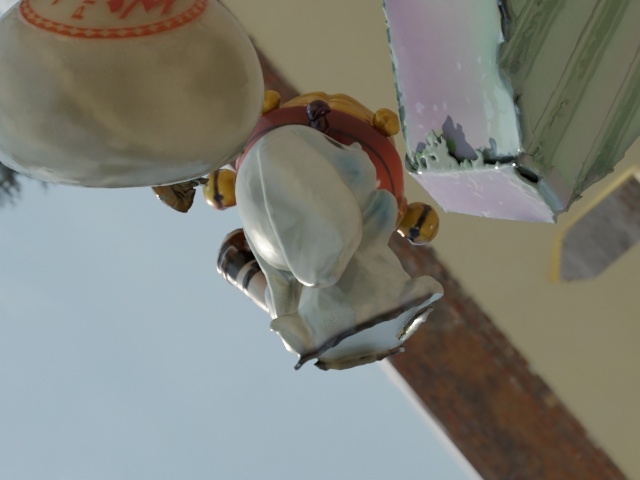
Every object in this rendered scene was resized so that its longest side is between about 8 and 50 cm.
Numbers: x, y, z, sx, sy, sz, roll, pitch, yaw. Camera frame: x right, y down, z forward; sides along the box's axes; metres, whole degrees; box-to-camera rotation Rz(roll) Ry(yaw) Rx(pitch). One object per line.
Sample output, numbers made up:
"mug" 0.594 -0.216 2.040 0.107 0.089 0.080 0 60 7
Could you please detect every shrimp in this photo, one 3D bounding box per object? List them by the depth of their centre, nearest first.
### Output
"shrimp" -0.143 -0.052 1.401 0.108 0.023 0.059 11 -129 -61

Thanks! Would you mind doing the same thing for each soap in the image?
"soap" 0.208 -0.242 1.137 0.156 0.446 0.261 10 156 44

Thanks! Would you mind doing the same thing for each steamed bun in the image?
"steamed bun" -0.159 -0.140 1.083 0.232 0.232 0.145 -113 24 -64

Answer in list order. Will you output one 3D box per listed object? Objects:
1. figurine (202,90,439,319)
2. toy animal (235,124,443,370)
"figurine" -0.004 -0.052 1.780 0.320 0.323 0.196 8 -156 7
"toy animal" 0.002 0.018 1.561 0.289 0.174 0.249 58 154 36
